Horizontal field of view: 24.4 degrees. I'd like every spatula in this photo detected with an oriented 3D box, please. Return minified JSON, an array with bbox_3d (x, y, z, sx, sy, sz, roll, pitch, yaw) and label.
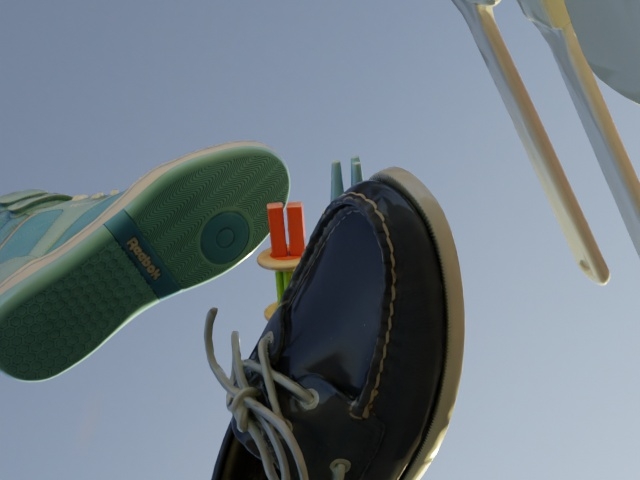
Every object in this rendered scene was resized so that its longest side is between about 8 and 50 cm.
[{"bbox_3d":[0.093,-0.037,0.499,0.019,0.168,0.242,-39,-53,-10],"label":"spatula"}]

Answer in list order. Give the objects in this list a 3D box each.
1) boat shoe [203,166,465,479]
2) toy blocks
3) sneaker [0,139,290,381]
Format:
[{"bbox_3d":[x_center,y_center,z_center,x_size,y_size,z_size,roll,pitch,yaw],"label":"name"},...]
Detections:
[{"bbox_3d":[-0.008,0.082,0.651,0.079,0.095,0.254,-6,-47,-29],"label":"boat shoe"},{"bbox_3d":[0.000,0.000,1.208,0.054,0.123,0.148,-27,-60,-47],"label":"toy blocks"},{"bbox_3d":[-0.198,-0.019,1.378,0.319,0.208,0.127,-31,-57,-14],"label":"sneaker"}]
